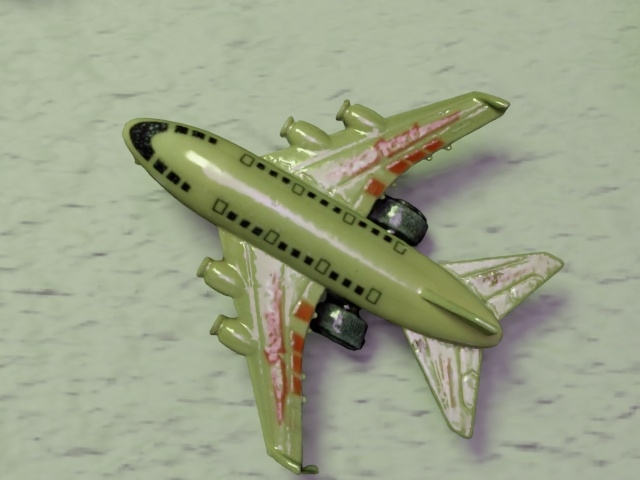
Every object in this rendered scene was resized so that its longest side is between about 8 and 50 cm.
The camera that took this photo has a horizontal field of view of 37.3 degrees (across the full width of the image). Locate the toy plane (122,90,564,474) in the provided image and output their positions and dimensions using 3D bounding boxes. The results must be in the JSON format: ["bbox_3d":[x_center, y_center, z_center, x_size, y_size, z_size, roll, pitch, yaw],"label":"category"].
[{"bbox_3d":[0.000,0.000,0.521,0.244,0.092,0.229,29,85,10],"label":"toy plane"}]
